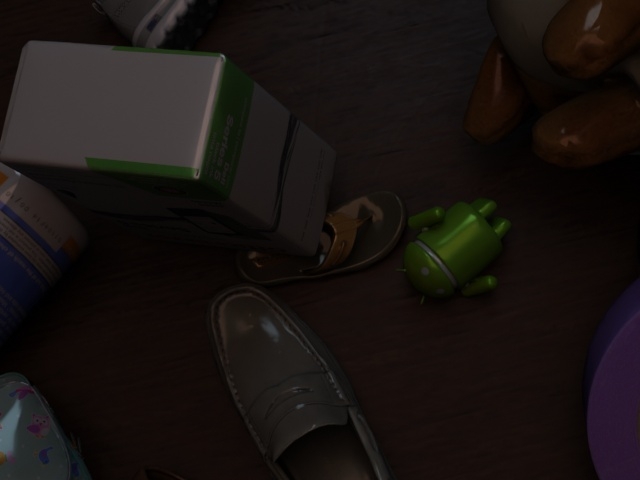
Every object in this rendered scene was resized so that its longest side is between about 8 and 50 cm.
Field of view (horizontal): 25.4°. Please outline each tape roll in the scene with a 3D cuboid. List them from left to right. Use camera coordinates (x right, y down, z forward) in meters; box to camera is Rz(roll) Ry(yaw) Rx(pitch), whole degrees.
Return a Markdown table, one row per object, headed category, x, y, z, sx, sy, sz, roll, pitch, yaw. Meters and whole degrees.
| category | x | y | z | sx | sy | sz | roll | pitch | yaw |
| --- | --- | --- | --- | --- | --- | --- | --- | --- | --- |
| tape roll | 0.369 | 0.144 | 1.236 | 0.275 | 0.090 | 0.274 | 2 | 104 | 8 |

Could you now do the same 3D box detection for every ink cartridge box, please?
| category | x | y | z | sx | sy | sz | roll | pitch | yaw |
| --- | --- | --- | --- | --- | --- | --- | --- | --- | --- |
| ink cartridge box | -0.128 | -0.076 | 1.287 | 0.198 | 0.273 | 0.114 | 6 | 78 | 23 |

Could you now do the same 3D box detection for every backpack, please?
| category | x | y | z | sx | sy | sz | roll | pitch | yaw |
| --- | --- | --- | --- | --- | --- | --- | --- | --- | --- |
| backpack | -0.292 | 0.232 | 1.305 | 0.166 | 0.144 | 0.188 | -30 | 83 | -26 |

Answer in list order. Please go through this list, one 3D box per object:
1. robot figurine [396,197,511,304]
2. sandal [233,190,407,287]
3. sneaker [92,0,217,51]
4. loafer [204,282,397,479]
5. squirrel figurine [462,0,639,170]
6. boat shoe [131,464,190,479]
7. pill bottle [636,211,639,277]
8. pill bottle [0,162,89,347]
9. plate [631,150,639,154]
| category | x | y | z | sx | sy | sz | roll | pitch | yaw |
| --- | --- | --- | --- | --- | --- | --- | --- | --- | --- |
| robot figurine | 0.128 | 0.009 | 1.365 | 0.115 | 0.067 | 0.101 | -40 | 105 | -6 |
| sandal | 0.000 | 0.000 | 1.388 | 0.180 | 0.049 | 0.072 | -17 | 75 | 1 |
| sneaker | -0.126 | -0.318 | 1.453 | 0.115 | 0.105 | 0.281 | 35 | 82 | 13 |
| loafer | -0.009 | 0.171 | 1.313 | 0.112 | 0.111 | 0.319 | -34 | 75 | -4 |
| squirrel figurine | 0.353 | -0.193 | 1.229 | 0.397 | 0.281 | 0.370 | -26 | 39 | -28 |
| boat shoe | -0.055 | 0.297 | 1.248 | 0.324 | 0.123 | 0.116 | 21 | 100 | 20 |
| pill bottle | 0.418 | 0.002 | 1.306 | 0.246 | 0.130 | 0.130 | 3 | 76 | 6 |
| pill bottle | -0.360 | 0.053 | 1.341 | 0.152 | 0.152 | 0.272 | 35 | 74 | 13 |
| plate | 0.311 | -0.172 | 1.416 | 0.188 | 0.024 | 0.188 | -1 | 77 | 5 |
